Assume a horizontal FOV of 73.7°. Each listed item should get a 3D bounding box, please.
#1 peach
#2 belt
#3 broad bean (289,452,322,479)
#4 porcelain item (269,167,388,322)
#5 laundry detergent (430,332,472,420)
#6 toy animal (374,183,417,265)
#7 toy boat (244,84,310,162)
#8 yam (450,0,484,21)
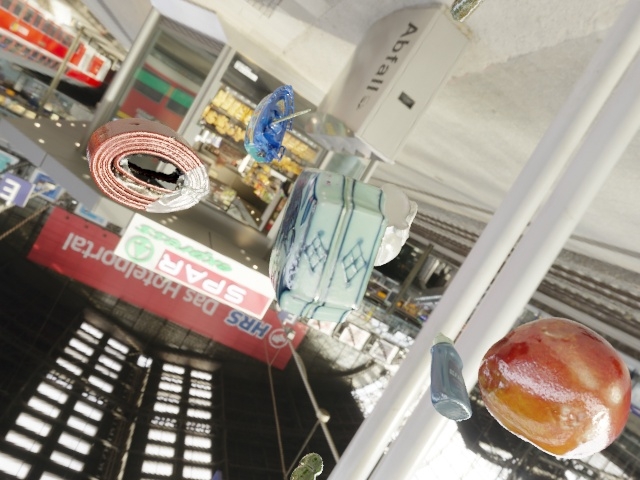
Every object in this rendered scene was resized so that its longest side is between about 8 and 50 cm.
[{"bbox_3d":[0.398,0.244,0.743,0.243,0.244,0.199,32,-147,15],"label":"peach"},{"bbox_3d":[-0.453,-0.198,1.165,0.323,0.227,0.115,14,-156,-40],"label":"belt"},{"bbox_3d":[-0.045,0.517,0.903,0.052,0.053,0.256,44,-166,13],"label":"broad bean"},{"bbox_3d":[0.000,0.000,0.872,0.157,0.282,0.286,14,-170,-15],"label":"porcelain item"},{"bbox_3d":[0.423,0.433,1.410,0.143,0.094,0.290,38,-145,-18],"label":"laundry detergent"},{"bbox_3d":[0.206,-0.022,1.465,0.206,0.271,0.265,39,149,25],"label":"toy animal"},{"bbox_3d":[-0.066,-0.227,0.793,0.110,0.175,0.091,-2,149,28],"label":"toy boat"},{"bbox_3d":[0.371,-0.581,0.946,0.061,0.061,0.253,30,170,-8],"label":"yam"}]
